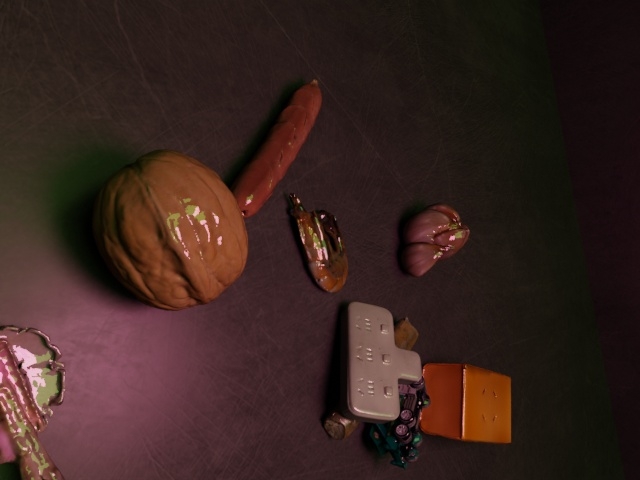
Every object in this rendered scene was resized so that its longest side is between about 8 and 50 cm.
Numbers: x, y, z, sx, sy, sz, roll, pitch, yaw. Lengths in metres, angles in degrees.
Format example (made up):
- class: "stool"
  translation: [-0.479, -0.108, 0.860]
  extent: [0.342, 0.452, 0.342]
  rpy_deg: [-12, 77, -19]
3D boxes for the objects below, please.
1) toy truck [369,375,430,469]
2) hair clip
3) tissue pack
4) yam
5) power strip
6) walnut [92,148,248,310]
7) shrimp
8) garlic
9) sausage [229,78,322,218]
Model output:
- class: "toy truck"
  translation: [0.186, 0.420, 1.148]
  extent: [0.216, 0.116, 0.110]
  rpy_deg: [-61, 141, -43]
- class: "hair clip"
  translation: [-0.398, 0.258, 0.625]
  extent: [0.173, 0.069, 0.301]
  rpy_deg: [-24, 88, -47]
- class: "tissue pack"
  translation: [0.417, 0.466, 1.356]
  extent: [0.274, 0.145, 0.195]
  rpy_deg: [24, 63, -39]
- class: "yam"
  translation: [0.136, 0.323, 1.152]
  extent: [0.371, 0.083, 0.083]
  rpy_deg: [-43, 112, -41]
- class: "power strip"
  translation: [0.139, 0.279, 1.092]
  extent: [0.193, 0.059, 0.265]
  rpy_deg: [15, 53, -19]
- class: "walnut"
  translation: [-0.231, -0.010, 0.757]
  extent: [0.225, 0.224, 0.261]
  rpy_deg: [-46, 126, -41]
- class: "shrimp"
  translation: [0.011, -0.004, 1.105]
  extent: [0.145, 0.059, 0.255]
  rpy_deg: [-27, 101, -48]
- class: "garlic"
  translation: [0.306, -0.010, 1.342]
  extent: [0.214, 0.191, 0.160]
  rpy_deg: [-25, 74, -34]
- class: "sausage"
  translation: [-0.086, -0.207, 1.036]
  extent: [0.088, 0.087, 0.433]
  rpy_deg: [46, 53, -29]
